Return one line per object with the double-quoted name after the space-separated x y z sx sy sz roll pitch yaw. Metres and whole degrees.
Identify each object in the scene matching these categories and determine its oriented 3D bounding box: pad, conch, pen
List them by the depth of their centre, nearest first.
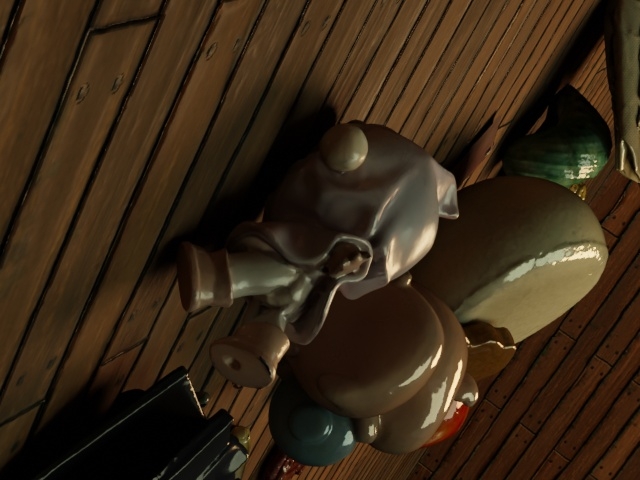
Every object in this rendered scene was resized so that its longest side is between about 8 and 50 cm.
-0.109 0.280 1.508 0.233 0.032 0.040 107 0 -57 "pen"
0.173 -0.079 1.617 0.188 0.006 0.113 -48 166 -15 "pad"
0.345 -0.132 1.811 0.188 0.122 0.176 -42 -158 -10 "conch"

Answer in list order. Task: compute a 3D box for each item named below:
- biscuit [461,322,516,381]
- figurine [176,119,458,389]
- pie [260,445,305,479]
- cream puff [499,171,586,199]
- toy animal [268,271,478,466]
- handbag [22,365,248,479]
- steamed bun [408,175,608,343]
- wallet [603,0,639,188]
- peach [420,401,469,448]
0.102 0.155 1.520 0.295 0.044 0.186 -7 149 -14 "biscuit"
0.001 0.000 0.984 0.276 0.133 0.200 -41 165 -38 "figurine"
-0.035 0.301 1.780 0.153 0.038 0.153 -51 164 -21 "pie"
0.342 -0.062 1.953 0.189 0.129 0.189 -52 169 -14 "cream puff"
0.048 0.108 1.292 0.229 0.210 0.221 -35 153 -34 "toy animal"
-0.168 0.239 1.043 0.269 0.118 0.325 -39 162 -25 "handbag"
0.223 0.020 1.608 0.283 0.177 0.283 -24 155 -12 "steamed bun"
0.478 -0.239 1.836 0.275 0.068 0.335 -9 98 -62 "wallet"
0.124 0.227 1.832 0.197 0.197 0.197 -49 165 -18 "peach"
